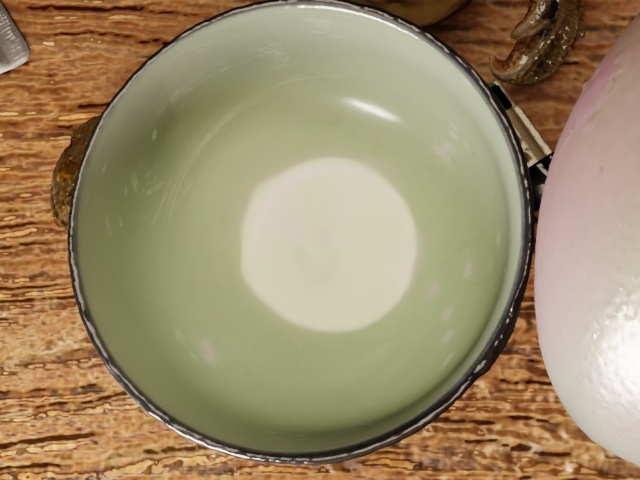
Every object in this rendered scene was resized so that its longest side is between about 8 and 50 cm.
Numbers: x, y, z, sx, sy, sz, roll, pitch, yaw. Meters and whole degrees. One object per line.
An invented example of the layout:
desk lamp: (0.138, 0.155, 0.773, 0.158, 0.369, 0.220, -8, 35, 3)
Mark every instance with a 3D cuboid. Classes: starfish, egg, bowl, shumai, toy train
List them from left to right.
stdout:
shumai: (-0.166, -0.050, 1.365, 0.123, 0.139, 0.105, -12, 113, 39)
bowl: (0.000, 0.000, 1.264, 0.354, 0.185, 0.353, -2, 83, 13)
toy train: (0.159, -0.070, 1.290, 0.050, 0.087, 0.138, -35, 77, 3)
starfish: (0.194, -0.233, 1.272, 0.071, 0.216, 0.238, 15, 49, 5)
egg: (0.299, 0.009, 1.120, 0.340, 0.354, 0.354, -43, 76, 13)

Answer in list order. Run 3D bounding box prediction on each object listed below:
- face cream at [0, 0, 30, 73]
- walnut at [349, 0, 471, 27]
face cream: (-0.425, -0.140, 1.438, 0.314, 0.089, 0.143, -33, 76, -1)
walnut: (0.048, -0.254, 1.283, 0.213, 0.213, 0.213, -2, 82, 13)
